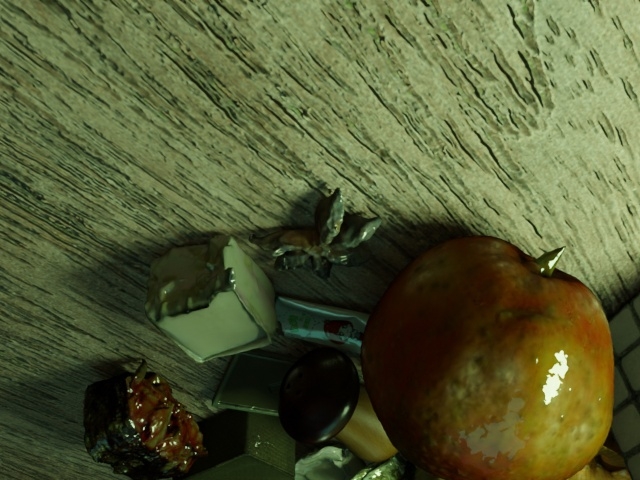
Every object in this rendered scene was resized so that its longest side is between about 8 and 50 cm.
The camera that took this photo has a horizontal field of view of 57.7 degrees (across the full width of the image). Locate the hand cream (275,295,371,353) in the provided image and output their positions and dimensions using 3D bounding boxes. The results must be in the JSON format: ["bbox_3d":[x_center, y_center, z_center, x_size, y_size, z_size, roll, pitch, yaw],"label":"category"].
[{"bbox_3d":[0.048,0.175,1.134,0.335,0.076,0.121,13,135,-6],"label":"hand cream"}]

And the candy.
[{"bbox_3d":[-0.175,0.101,0.989,0.184,0.137,0.195,-18,135,17],"label":"candy"}]

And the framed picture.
[{"bbox_3d":[-0.077,0.332,1.303,0.289,0.020,0.211,15,129,-16],"label":"framed picture"}]

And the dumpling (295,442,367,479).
[{"bbox_3d":[0.027,0.617,1.528,0.204,0.163,0.293,-4,131,31],"label":"dumpling"}]

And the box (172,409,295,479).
[{"bbox_3d":[-0.210,0.530,1.428,0.273,0.143,0.184,-31,128,26],"label":"box"}]

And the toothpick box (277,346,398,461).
[{"bbox_3d":[0.047,0.347,1.196,0.192,0.192,0.294,-30,131,26],"label":"toothpick box"}]

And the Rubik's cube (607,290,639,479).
[{"bbox_3d":[0.745,0.264,1.035,0.337,0.345,0.344,12,133,-15],"label":"Rubik's cube"}]

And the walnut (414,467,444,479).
[{"bbox_3d":[0.402,0.590,1.358,0.380,0.381,0.381,-1,136,-1],"label":"walnut"}]

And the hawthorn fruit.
[{"bbox_3d":[0.280,0.175,0.926,0.402,0.403,0.403,-1,136,-1],"label":"hawthorn fruit"}]

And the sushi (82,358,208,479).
[{"bbox_3d":[-0.386,0.398,1.275,0.181,0.196,0.343,-23,140,-5],"label":"sushi"}]

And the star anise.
[{"bbox_3d":[0.007,0.010,0.953,0.207,0.063,0.172,-26,132,23],"label":"star anise"}]

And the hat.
[{"bbox_3d":[0.542,0.350,1.204,0.244,0.233,0.233,-6,134,37],"label":"hat"}]

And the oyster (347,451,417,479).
[{"bbox_3d":[0.171,0.605,1.460,0.158,0.162,0.351,-48,145,10],"label":"oyster"}]
